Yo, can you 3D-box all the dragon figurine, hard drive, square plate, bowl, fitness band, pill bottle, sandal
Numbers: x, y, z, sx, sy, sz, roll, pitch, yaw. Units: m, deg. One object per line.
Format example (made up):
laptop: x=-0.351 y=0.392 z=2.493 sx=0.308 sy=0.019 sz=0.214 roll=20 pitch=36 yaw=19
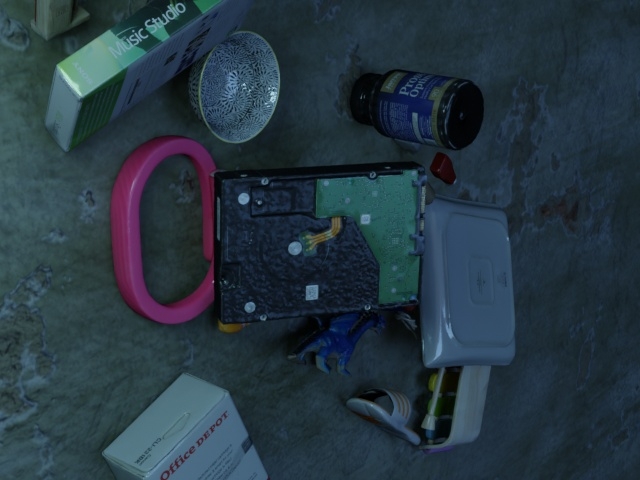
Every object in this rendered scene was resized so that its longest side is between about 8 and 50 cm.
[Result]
dragon figurine: x=0.015 y=0.162 z=2.075 sx=0.289 sy=0.085 sz=0.144 roll=17 pitch=87 yaw=-56
hard drive: x=0.000 y=0.000 z=1.822 sx=0.339 sy=0.064 sz=0.237 roll=-5 pitch=108 yaw=-18
square plate: x=0.306 y=0.081 z=2.346 sx=0.344 sy=0.049 sz=0.347 roll=6 pitch=79 yaw=-51
bowl: x=-0.147 y=-0.236 z=1.752 sx=0.170 sy=0.080 sz=0.170 roll=-20 pitch=117 yaw=-46
fitness band: x=-0.222 y=-0.014 z=1.760 sx=0.209 sy=0.054 sz=0.291 roll=-21 pitch=117 yaw=-45
pill bottle: x=0.163 y=-0.232 z=2.014 sx=0.123 sy=0.219 sz=0.123 roll=-20 pitch=117 yaw=-46
sandal: x=0.135 y=0.332 z=2.278 sx=0.076 sy=0.102 sz=0.265 roll=-66 pitch=149 yaw=-12

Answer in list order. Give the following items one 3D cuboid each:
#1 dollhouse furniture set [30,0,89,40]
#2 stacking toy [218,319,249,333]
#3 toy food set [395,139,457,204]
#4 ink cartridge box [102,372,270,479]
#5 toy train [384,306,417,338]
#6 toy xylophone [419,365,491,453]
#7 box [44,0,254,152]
dollhouse furniture set: x=-0.373 y=-0.355 z=1.438 sx=0.129 sy=0.129 sz=0.184 roll=-38 pitch=159 yaw=-36
stacking toy: x=-0.057 y=0.047 z=1.926 sx=0.302 sy=0.175 sz=0.166 roll=-40 pitch=117 yaw=-15
toy food set: x=0.202 y=-0.152 z=2.180 sx=0.232 sy=0.111 sz=0.104 roll=-67 pitch=153 yaw=-10
ink cartridge box: x=-0.204 y=0.381 z=1.866 sx=0.197 sy=0.114 sz=0.273 roll=-44 pitch=133 yaw=-31
toy train: x=0.145 y=0.069 z=2.202 sx=0.248 sy=0.105 sz=0.143 roll=47 pitch=52 yaw=-47
toy xylophone: x=0.274 y=0.291 z=2.411 sx=0.236 sy=0.081 sz=0.323 roll=21 pitch=82 yaw=-53
box: x=-0.216 y=-0.256 z=1.521 sx=0.322 sy=0.232 sz=0.058 roll=-41 pitch=91 yaw=-21
